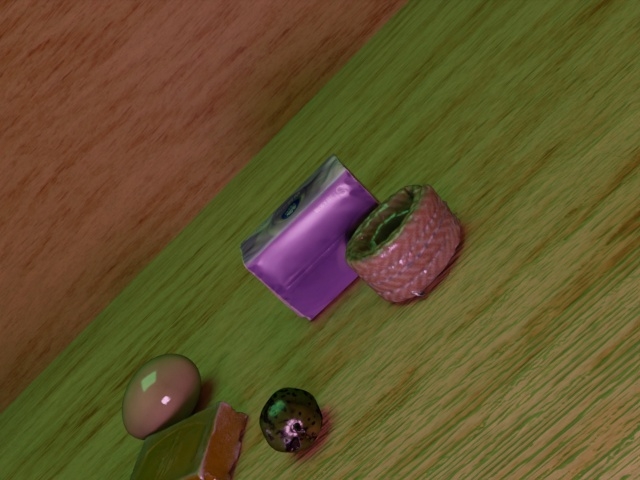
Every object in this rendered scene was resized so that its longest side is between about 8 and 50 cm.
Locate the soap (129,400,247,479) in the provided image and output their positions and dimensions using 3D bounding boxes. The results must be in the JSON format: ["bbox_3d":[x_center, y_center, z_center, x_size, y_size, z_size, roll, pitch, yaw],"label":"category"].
[{"bbox_3d":[-0.316,0.509,1.267,0.315,0.091,0.199,-31,27,32],"label":"soap"}]

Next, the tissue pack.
[{"bbox_3d":[0.000,0.000,1.332,0.338,0.242,0.160,-45,24,8],"label":"tissue pack"}]

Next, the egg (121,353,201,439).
[{"bbox_3d":[-0.424,0.417,1.468,0.242,0.186,0.186,-58,24,-3],"label":"egg"}]

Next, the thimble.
[{"bbox_3d":[0.173,0.007,1.155,0.229,0.148,0.196,-52,22,-16],"label":"thimble"}]

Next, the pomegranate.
[{"bbox_3d":[-0.056,0.345,1.069,0.122,0.122,0.161,-51,-5,-8],"label":"pomegranate"}]
